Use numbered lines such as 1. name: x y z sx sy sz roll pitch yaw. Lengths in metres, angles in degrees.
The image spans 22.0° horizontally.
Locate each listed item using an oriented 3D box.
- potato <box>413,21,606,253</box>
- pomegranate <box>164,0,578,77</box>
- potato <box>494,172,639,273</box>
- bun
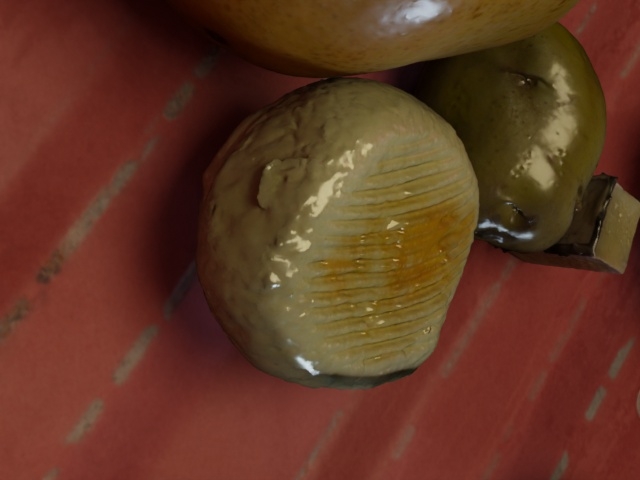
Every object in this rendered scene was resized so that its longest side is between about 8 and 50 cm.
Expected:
1. potato: 0.147 -0.089 1.322 0.154 0.137 0.200 19 76 -18
2. pomegranate: 0.042 -0.308 1.113 0.416 0.416 0.417 3 85 -38
3. potato: 0.207 -0.016 1.386 0.061 0.122 0.086 34 72 -36
4. bun: 0.000 0.000 1.194 0.244 0.153 0.244 -17 113 -46
